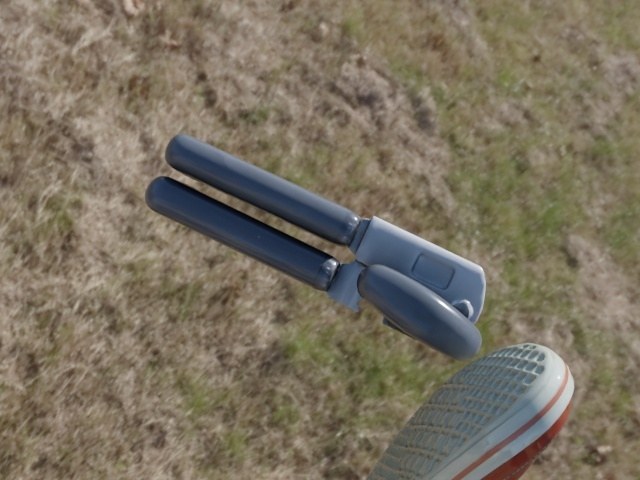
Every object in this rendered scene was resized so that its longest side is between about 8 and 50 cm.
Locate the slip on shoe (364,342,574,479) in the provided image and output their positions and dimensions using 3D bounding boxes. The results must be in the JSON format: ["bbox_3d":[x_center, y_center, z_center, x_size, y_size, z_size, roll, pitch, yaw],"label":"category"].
[{"bbox_3d":[0.085,0.194,0.600,0.101,0.331,0.123,30,36,3],"label":"slip on shoe"}]

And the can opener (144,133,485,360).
[{"bbox_3d":[0.000,0.000,0.649,0.280,0.093,0.074,26,87,5],"label":"can opener"}]
